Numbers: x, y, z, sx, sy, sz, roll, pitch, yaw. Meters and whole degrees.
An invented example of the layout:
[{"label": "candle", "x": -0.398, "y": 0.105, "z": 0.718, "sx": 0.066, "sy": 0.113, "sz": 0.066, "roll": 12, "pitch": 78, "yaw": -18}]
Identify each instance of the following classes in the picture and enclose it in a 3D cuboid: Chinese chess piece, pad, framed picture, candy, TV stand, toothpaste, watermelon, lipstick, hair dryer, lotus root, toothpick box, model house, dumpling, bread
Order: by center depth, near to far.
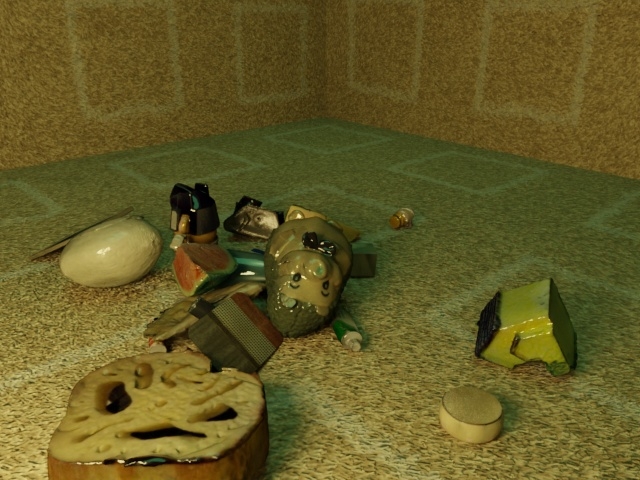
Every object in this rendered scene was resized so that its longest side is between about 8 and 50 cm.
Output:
[{"label": "lotus root", "x": -0.275, "y": 0.314, "z": 0.938, "sx": 0.391, "sy": 0.111, "sz": 0.375, "roll": 15, "pitch": 16, "yaw": 39}, {"label": "Chinese chess piece", "x": 0.290, "y": 0.335, "z": 1.046, "sx": 0.122, "sy": 0.051, "sz": 0.122, "roll": -1, "pitch": 22, "yaw": 1}, {"label": "hair dryer", "x": -0.235, "y": 0.236, "z": 1.194, "sx": 0.173, "sy": 0.050, "sz": 0.194, "roll": 36, "pitch": 35, "yaw": -14}, {"label": "pad", "x": -0.113, "y": 0.254, "z": 1.204, "sx": 0.323, "sy": 0.055, "sz": 0.250, "roll": 31, "pitch": 24, "yaw": 10}, {"label": "model house", "x": 0.459, "y": 0.220, "z": 1.255, "sx": 0.211, "sy": 0.170, "sz": 0.194, "roll": -20, "pitch": 19, "yaw": 30}, {"label": "lipstick", "x": -0.392, "y": 0.230, "z": 1.296, "sx": 0.038, "sy": 0.038, "sz": 0.130, "roll": -8, "pitch": 24, "yaw": -18}, {"label": "dumpling", "x": -0.294, "y": 0.185, "z": 1.343, "sx": 0.332, "sy": 0.086, "sz": 0.166, "roll": -22, "pitch": 12, "yaw": -39}, {"label": "toothpaste", "x": 0.057, "y": 0.204, "z": 1.357, "sx": 0.078, "sy": 0.046, "sz": 0.248, "roll": -6, "pitch": 22, "yaw": -11}, {"label": "watermelon", "x": -0.285, "y": 0.077, "z": 1.400, "sx": 0.146, "sy": 0.128, "sz": 0.231, "roll": -6, "pitch": 27, "yaw": -30}, {"label": "toothpick box", "x": -0.208, "y": 0.090, "z": 1.526, "sx": 0.184, "sy": 0.120, "sz": 0.120, "roll": 6, "pitch": 24, "yaw": 6}, {"label": "candy", "x": -0.587, "y": 0.041, "z": 1.536, "sx": 0.296, "sy": 0.185, "sz": 0.295, "roll": -22, "pitch": 7, "yaw": 3}, {"label": "TV stand", "x": 0.030, "y": 0.055, "z": 1.632, "sx": 0.270, "sy": 0.082, "sz": 0.088, "roll": 2, "pitch": 21, "yaw": -6}, {"label": "framed picture", "x": -0.770, "y": -0.024, "z": 1.753, "sx": 0.289, "sy": 0.016, "sz": 0.213, "roll": -19, "pitch": 16, "yaw": 24}, {"label": "bread", "x": 0.003, "y": 0.000, "z": 1.839, "sx": 0.168, "sy": 0.163, "sz": 0.264, "roll": 18, "pitch": -2, "yaw": 38}, {"label": "model house", "x": -0.229, "y": -0.072, "z": 1.936, "sx": 0.203, "sy": 0.141, "sz": 0.164, "roll": 20, "pitch": 0, "yaw": -5}]

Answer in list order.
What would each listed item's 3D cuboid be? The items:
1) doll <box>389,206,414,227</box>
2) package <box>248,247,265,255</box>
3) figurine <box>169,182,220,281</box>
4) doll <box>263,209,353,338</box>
[{"label": "doll", "x": 0.315, "y": -0.081, "z": 2.006, "sx": 0.127, "sy": 0.073, "sz": 0.084, "roll": -28, "pitch": 69, "yaw": -41}, {"label": "package", "x": -0.182, "y": 0.075, "z": 1.674, "sx": 0.171, "sy": 0.027, "sz": 0.173, "roll": 12, "pitch": 28, "yaw": 25}, {"label": "figurine", "x": -0.368, "y": -0.026, "z": 1.593, "sx": 0.143, "sy": 0.308, "sz": 0.308, "roll": -1, "pitch": 23, "yaw": -14}, {"label": "doll", "x": -0.036, "y": 0.076, "z": 1.367, "sx": 0.247, "sy": 0.247, "sz": 0.349, "roll": 4, "pitch": 42, "yaw": 8}]
